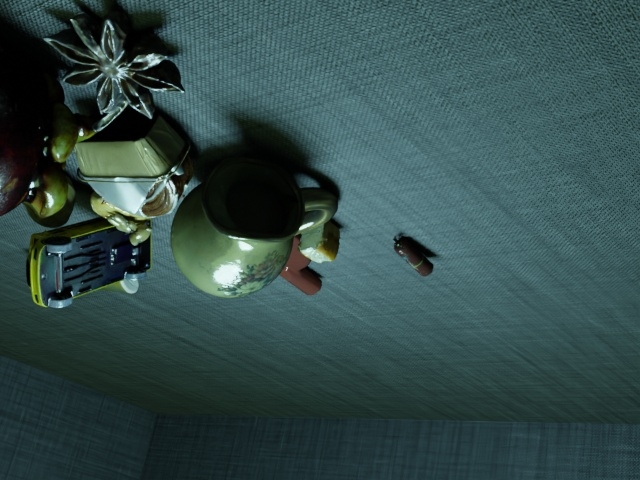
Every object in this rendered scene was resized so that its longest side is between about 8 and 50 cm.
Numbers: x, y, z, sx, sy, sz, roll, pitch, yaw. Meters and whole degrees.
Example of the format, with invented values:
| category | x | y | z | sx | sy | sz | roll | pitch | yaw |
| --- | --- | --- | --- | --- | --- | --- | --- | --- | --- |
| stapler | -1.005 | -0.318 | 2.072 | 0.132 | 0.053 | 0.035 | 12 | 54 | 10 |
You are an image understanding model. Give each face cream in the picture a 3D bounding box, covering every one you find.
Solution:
| category | x | y | z | sx | sy | sz | roll | pitch | yaw |
| --- | --- | --- | --- | --- | --- | --- | --- | --- | --- |
| face cream | -0.657 | 0.093 | 2.459 | 0.285 | 0.067 | 0.139 | 6 | 156 | 13 |

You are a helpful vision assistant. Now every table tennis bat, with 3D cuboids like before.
| category | x | y | z | sx | sy | sz | roll | pitch | yaw |
| --- | --- | --- | --- | --- | --- | --- | --- | --- | --- |
| table tennis bat | -0.126 | 0.025 | 2.068 | 0.268 | 0.051 | 0.414 | -4 | 151 | 35 |

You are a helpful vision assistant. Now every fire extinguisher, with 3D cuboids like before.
| category | x | y | z | sx | sy | sz | roll | pitch | yaw |
| --- | --- | --- | --- | --- | --- | --- | --- | --- | --- |
| fire extinguisher | 0.195 | 0.029 | 1.920 | 0.132 | 0.039 | 0.056 | 40 | -176 | -36 |

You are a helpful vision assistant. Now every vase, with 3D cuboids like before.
| category | x | y | z | sx | sy | sz | roll | pitch | yaw |
| --- | --- | --- | --- | --- | --- | --- | --- | --- | --- |
| vase | -0.113 | -0.039 | 1.726 | 0.329 | 0.241 | 0.302 | -12 | 163 | -30 |

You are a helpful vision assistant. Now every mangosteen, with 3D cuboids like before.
| category | x | y | z | sx | sy | sz | roll | pitch | yaw |
| --- | --- | --- | --- | --- | --- | --- | --- | --- | --- |
| mangosteen | -0.550 | -0.179 | 1.484 | 0.346 | 0.307 | 0.307 | 6 | 162 | -26 |

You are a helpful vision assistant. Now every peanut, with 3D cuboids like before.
| category | x | y | z | sx | sy | sz | roll | pitch | yaw |
| --- | --- | --- | --- | --- | --- | --- | --- | --- | --- |
| peanut | -0.599 | -0.115 | 1.884 | 0.125 | 0.111 | 0.274 | 1 | 156 | 15 |

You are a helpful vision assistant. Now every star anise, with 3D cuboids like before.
| category | x | y | z | sx | sy | sz | roll | pitch | yaw |
| --- | --- | --- | --- | --- | --- | --- | --- | --- | --- |
| star anise | -0.325 | -0.273 | 1.412 | 0.230 | 0.081 | 0.262 | 15 | 146 | -9 |

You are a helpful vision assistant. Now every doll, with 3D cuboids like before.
| category | x | y | z | sx | sy | sz | roll | pitch | yaw |
| --- | --- | --- | --- | --- | --- | --- | --- | --- | --- |
| doll | -0.407 | -0.032 | 1.896 | 0.061 | 0.051 | 0.093 | -8 | 129 | 47 |

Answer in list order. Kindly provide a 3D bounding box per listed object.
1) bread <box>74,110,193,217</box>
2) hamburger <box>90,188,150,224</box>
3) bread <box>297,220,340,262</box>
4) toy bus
| category | x | y | z | sx | sy | sz | roll | pitch | yaw |
| --- | --- | --- | --- | --- | --- | --- | --- | --- | --- |
| bread | -0.341 | -0.145 | 1.669 | 0.224 | 0.142 | 0.212 | 2 | 141 | 24 |
| hamburger | -0.420 | -0.088 | 1.898 | 0.138 | 0.083 | 0.147 | 14 | 159 | -20 |
| bread | 0.002 | 0.000 | 1.898 | 0.076 | 0.083 | 0.070 | -12 | 151 | 44 |
| toy bus | -0.519 | 0.034 | 1.946 | 0.151 | 0.145 | 0.331 | 15 | -160 | 30 |
